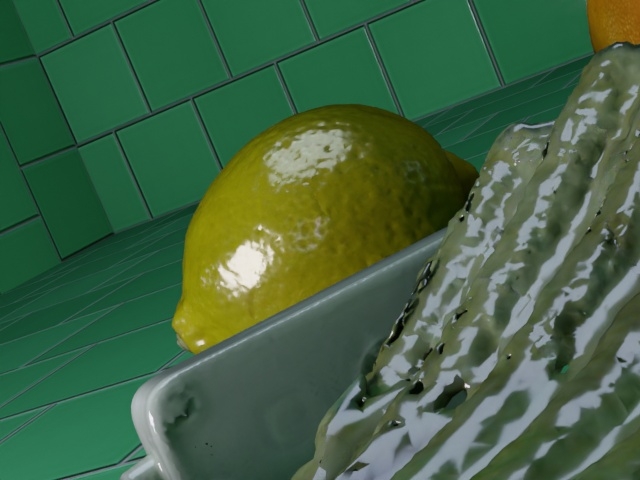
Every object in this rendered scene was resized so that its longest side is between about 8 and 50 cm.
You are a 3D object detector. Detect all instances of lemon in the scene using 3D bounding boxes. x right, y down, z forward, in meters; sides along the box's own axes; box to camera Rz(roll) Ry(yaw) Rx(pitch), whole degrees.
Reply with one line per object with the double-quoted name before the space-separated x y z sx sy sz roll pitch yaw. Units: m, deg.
"lemon" 0.000 0.000 0.874 0.248 0.184 0.184 -30 8 -5

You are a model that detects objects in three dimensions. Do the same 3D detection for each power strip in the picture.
"power strip" 0.061 0.048 0.690 0.385 0.091 0.062 -26 5 -21

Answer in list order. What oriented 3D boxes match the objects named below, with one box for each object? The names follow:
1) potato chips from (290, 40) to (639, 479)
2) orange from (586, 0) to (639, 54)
"potato chips" 0.116 0.034 0.435 0.373 0.097 0.389 -17 27 37
"orange" 0.326 -0.181 0.960 0.240 0.240 0.240 -22 8 3
